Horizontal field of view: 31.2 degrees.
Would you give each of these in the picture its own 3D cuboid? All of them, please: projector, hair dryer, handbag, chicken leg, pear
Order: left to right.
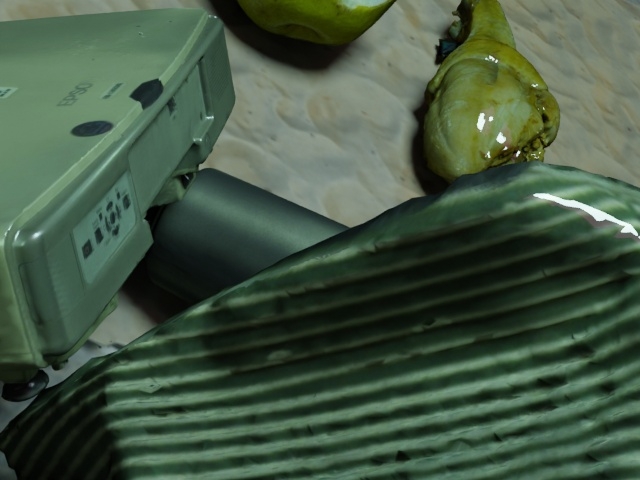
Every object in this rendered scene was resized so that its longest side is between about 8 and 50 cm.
[{"bbox_3d":[-0.158,-0.030,0.534,0.193,0.088,0.269,-1,28,12],"label":"projector"},{"bbox_3d":[-0.013,-0.206,0.833,0.141,0.104,0.141,13,71,-41],"label":"pear"},{"bbox_3d":[0.000,0.000,0.703,0.195,0.078,0.248,26,17,21],"label":"hair dryer"},{"bbox_3d":[0.029,0.139,0.428,0.247,0.340,0.240,18,58,-42],"label":"handbag"},{"bbox_3d":[0.131,-0.113,0.883,0.103,0.088,0.228,22,39,-7],"label":"chicken leg"}]
